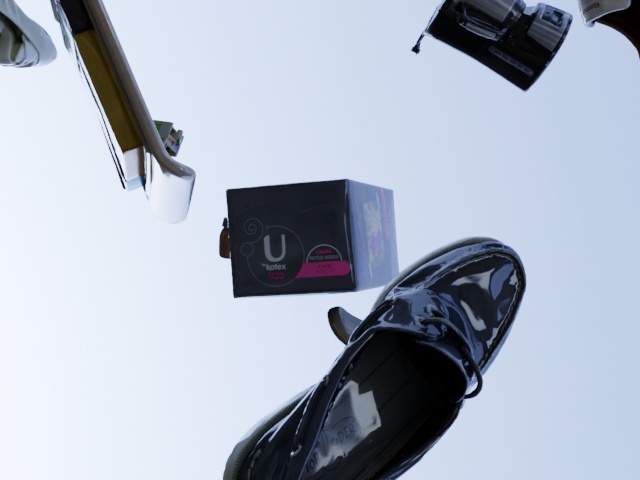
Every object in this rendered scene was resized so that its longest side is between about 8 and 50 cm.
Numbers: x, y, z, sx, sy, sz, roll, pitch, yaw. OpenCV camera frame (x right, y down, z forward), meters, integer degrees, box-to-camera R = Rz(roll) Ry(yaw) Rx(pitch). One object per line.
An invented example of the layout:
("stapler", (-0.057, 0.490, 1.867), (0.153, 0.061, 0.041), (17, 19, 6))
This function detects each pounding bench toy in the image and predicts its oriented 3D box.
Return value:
("pounding bench toy", (-0.307, -0.206, 1.884), (0.083, 0.065, 0.052), (10, -110, 24))

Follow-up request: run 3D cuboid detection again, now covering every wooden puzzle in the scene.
("wooden puzzle", (-0.185, -0.131, 0.800), (0.239, 0.044, 0.221), (62, -14, 3))

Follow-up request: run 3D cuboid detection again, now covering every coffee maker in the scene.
("coffee maker", (0.253, -0.306, 1.343), (0.178, 0.171, 0.120), (31, -107, -4))

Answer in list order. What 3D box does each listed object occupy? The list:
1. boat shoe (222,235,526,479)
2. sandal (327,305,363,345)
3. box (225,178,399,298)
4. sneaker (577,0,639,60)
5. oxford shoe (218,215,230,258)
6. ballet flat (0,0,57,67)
("boat shoe", (0.072, 0.114, 0.756), (0.127, 0.340, 0.113), (59, -23, -10))
("sandal", (0.083, 0.133, 1.221), (0.049, 0.180, 0.072), (-43, -147, 18))
("box", (0.000, 0.000, 1.235), (0.165, 0.270, 0.143), (-5, -92, 17))
("sneaker", (0.310, -0.317, 1.005), (0.290, 0.123, 0.106), (47, -18, -4))
("oxford shoe", (-0.114, 0.015, 1.534), (0.076, 0.212, 0.076), (18, -91, 27))
("ballet flat", (-0.424, -0.278, 1.206), (0.086, 0.248, 0.086), (-4, -113, 10))
